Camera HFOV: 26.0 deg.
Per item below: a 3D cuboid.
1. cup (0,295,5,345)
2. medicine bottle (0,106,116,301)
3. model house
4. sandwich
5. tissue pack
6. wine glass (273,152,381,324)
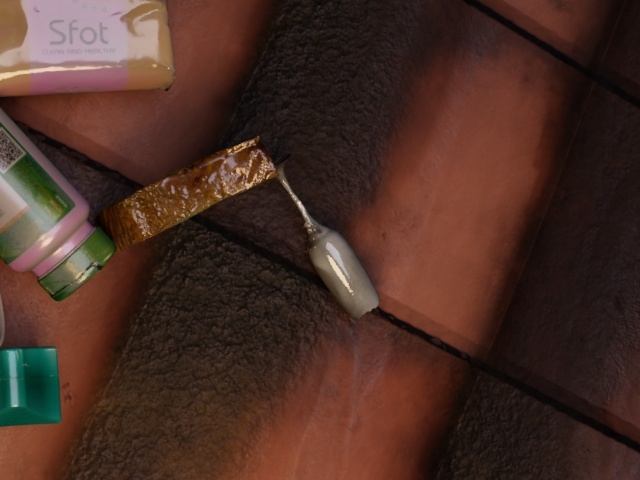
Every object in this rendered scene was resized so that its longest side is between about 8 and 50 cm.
[{"bbox_3d":[-0.513,0.046,1.668,0.226,0.185,0.241,-18,65,1],"label":"cup"},{"bbox_3d":[-0.387,-0.053,1.763,0.274,0.133,0.133,47,70,-11],"label":"medicine bottle"},{"bbox_3d":[-0.392,0.184,1.729,0.127,0.149,0.100,-3,83,-21],"label":"model house"},{"bbox_3d":[-0.180,-0.059,1.820,0.215,0.186,0.065,-28,93,-24],"label":"sandwich"},{"bbox_3d":[-0.328,-0.299,1.817,0.257,0.123,0.215,-4,88,-15],"label":"tissue pack"},{"bbox_3d":[0.000,0.000,1.952,0.074,0.074,0.262,-37,100,-21],"label":"wine glass"}]
